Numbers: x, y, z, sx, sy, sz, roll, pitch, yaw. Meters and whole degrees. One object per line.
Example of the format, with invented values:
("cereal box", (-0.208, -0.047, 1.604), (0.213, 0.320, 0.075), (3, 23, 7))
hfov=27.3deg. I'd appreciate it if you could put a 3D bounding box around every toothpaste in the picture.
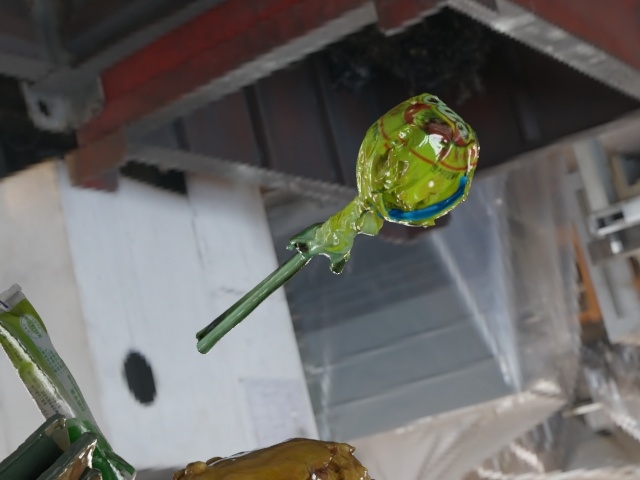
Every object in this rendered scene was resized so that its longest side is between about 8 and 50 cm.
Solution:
("toothpaste", (-0.239, 0.155, 1.240), (0.047, 0.248, 0.078), (-28, -174, 21))

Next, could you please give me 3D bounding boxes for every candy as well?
("candy", (0.002, 0.002, 0.886), (0.077, 0.073, 0.262), (35, 122, -25))

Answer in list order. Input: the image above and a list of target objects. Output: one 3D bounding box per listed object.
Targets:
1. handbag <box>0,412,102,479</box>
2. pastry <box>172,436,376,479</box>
("handbag", (-0.259, 0.299, 1.074), (0.260, 0.079, 0.247), (-47, 148, -40))
("pastry", (-0.060, 0.286, 0.945), (0.162, 0.310, 0.255), (9, 165, 30))
